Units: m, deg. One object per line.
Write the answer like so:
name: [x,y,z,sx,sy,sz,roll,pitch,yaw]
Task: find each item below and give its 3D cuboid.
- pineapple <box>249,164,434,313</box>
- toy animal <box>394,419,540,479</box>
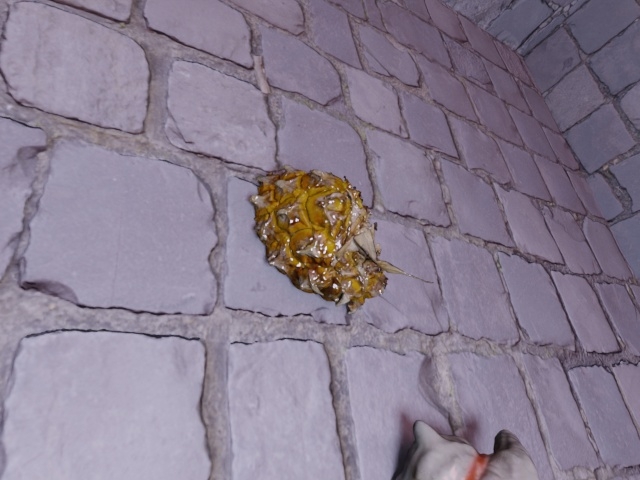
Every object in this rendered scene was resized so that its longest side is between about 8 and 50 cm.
pineapple: [0.002,-0.003,0.717,0.334,0.158,0.161,53,45,2]
toy animal: [0.186,0.426,0.598,0.188,0.266,0.308,25,91,-5]
